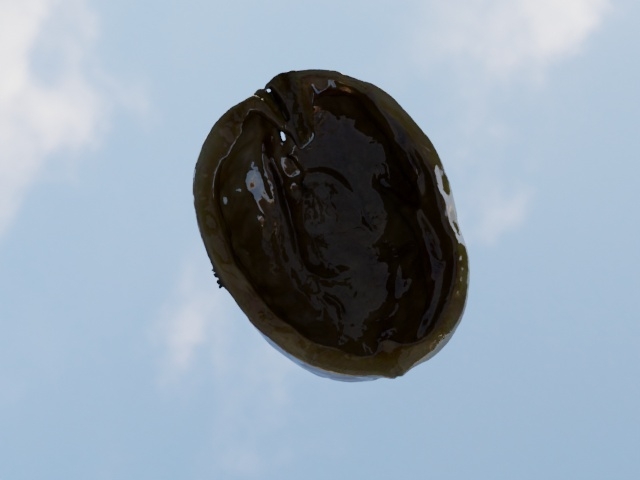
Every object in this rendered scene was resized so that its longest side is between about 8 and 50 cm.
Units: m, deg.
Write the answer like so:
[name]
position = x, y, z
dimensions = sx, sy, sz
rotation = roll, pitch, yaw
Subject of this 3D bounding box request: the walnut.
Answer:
[walnut]
position = 0.000, 0.002, 1.099
dimensions = 0.087, 0.167, 0.211
rotation = 124, -48, -62
